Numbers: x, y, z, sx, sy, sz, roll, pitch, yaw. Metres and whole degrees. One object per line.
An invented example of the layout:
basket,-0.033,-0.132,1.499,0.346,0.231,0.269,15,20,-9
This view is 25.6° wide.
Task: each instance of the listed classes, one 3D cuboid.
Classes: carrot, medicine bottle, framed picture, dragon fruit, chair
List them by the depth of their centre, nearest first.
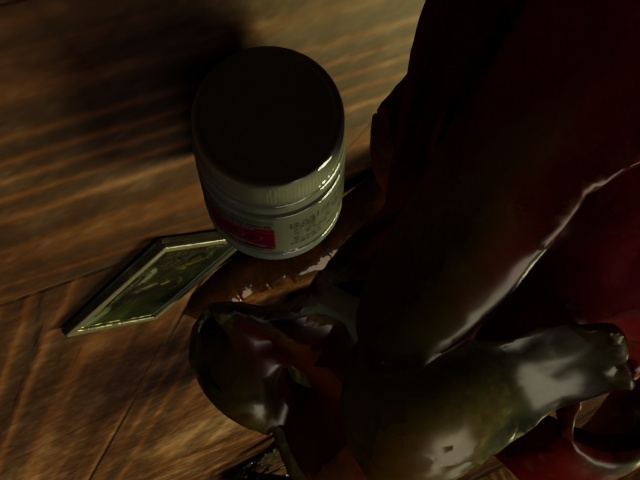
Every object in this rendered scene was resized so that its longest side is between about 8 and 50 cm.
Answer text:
dragon fruit,0.119,-0.033,0.446,0.243,0.227,0.307,12,111,-26
medicine bottle,-0.019,-0.032,0.549,0.058,0.058,0.091,-26,164,-8
framed picture,-0.082,0.021,0.706,0.089,0.006,0.066,-39,161,35
carrot,0.001,0.001,0.733,0.165,0.035,0.036,-30,164,8
chair,0.024,0.209,1.343,0.213,0.149,0.174,11,177,16

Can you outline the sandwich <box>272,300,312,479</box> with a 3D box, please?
sandwich,0.075,0.081,0.953,0.236,0.128,0.122,-17,169,-34
